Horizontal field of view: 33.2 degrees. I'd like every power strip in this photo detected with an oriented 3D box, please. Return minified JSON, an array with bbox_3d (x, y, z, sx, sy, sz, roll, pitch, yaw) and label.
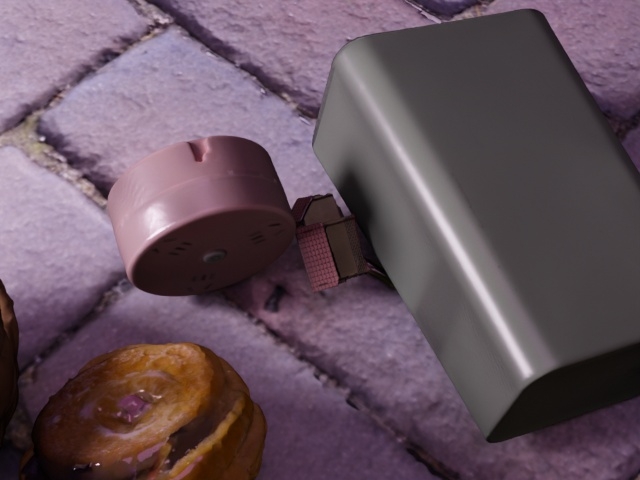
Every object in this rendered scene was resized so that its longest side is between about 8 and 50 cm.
[{"bbox_3d":[-0.102,-0.016,0.923,0.154,0.154,0.078,-15,64,-16],"label":"power strip"}]

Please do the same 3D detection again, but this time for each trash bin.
[{"bbox_3d":[0.165,-0.017,0.948,0.223,0.158,0.343,-14,61,-22],"label":"trash bin"}]

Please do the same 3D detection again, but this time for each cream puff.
[{"bbox_3d":[-0.126,0.167,0.798,0.189,0.129,0.189,-13,32,9],"label":"cream puff"}]

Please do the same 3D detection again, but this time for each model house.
[{"bbox_3d":[0.000,0.000,0.961,0.058,0.057,0.083,-19,94,-29],"label":"model house"}]

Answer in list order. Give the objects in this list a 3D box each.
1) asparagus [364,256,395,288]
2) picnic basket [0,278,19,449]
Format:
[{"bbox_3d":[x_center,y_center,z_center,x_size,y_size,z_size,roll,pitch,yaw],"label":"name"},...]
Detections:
[{"bbox_3d":[0.056,0.029,0.990,0.114,0.014,0.015,32,74,16],"label":"asparagus"},{"bbox_3d":[-0.351,0.059,0.705,0.293,0.337,0.337,5,54,-3],"label":"picnic basket"}]
